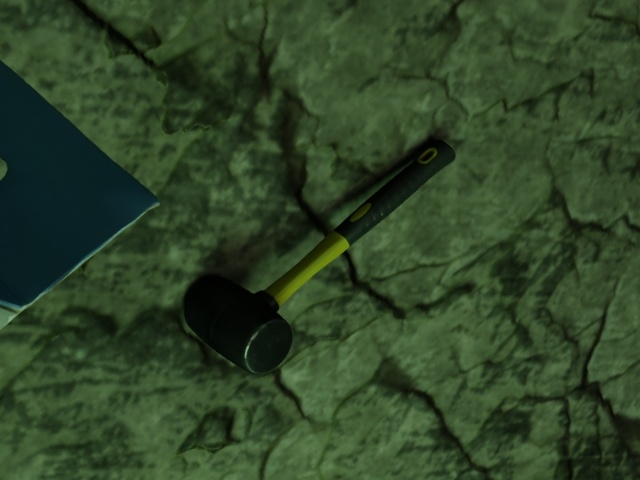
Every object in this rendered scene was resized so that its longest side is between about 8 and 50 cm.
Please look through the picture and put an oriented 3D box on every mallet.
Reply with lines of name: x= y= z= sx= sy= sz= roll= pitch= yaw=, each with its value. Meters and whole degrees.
mallet: x=0.000 y=0.000 z=1.116 sx=0.190 sy=0.062 sz=0.039 roll=-46 pitch=138 yaw=-25

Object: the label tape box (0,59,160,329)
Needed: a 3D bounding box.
label tape box: x=-0.267 y=0.011 z=0.769 sx=0.333 sy=0.240 sz=0.106 roll=-41 pitch=133 yaw=-9
